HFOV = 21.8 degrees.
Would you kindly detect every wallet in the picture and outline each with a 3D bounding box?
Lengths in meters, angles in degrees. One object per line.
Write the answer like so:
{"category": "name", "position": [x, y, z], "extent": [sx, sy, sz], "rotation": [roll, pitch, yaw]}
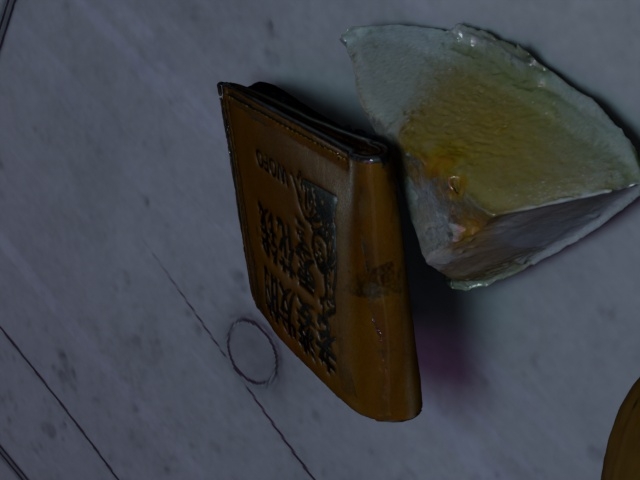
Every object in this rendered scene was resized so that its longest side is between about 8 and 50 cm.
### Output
{"category": "wallet", "position": [-0.003, 0.002, 0.935], "extent": [0.195, 0.042, 0.161], "rotation": [-140, 37, -60]}

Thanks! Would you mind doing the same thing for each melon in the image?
{"category": "melon", "position": [0.072, -0.031, 0.882], "extent": [0.202, 0.093, 0.139], "rotation": [37, 137, 36]}

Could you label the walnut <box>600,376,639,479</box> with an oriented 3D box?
{"category": "walnut", "position": [0.217, 0.154, 0.745], "extent": [0.203, 0.203, 0.297], "rotation": [23, 125, 36]}
